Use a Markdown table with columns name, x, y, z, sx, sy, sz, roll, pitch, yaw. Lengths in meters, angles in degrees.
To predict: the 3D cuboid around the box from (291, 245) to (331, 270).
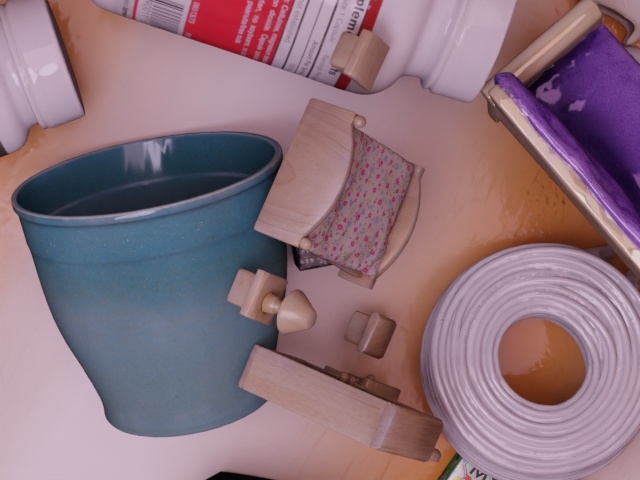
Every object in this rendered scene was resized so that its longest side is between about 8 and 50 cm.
| name | x | y | z | sx | sy | sz | roll | pitch | yaw |
| --- | --- | --- | --- | --- | --- | --- | --- | --- | --- |
| box | 0.000 | 0.000 | 1.676 | 0.062 | 0.083 | 0.052 | -10 | 95 | -4 |

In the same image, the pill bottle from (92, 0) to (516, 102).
| name | x | y | z | sx | sy | sz | roll | pitch | yaw |
| --- | --- | --- | --- | --- | --- | --- | --- | --- | --- |
| pill bottle | -0.012 | -0.283 | 1.588 | 0.407 | 0.229 | 0.229 | 18 | 91 | -6 |

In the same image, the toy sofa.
| name | x | y | z | sx | sy | sz | roll | pitch | yaw |
| --- | --- | --- | --- | --- | --- | --- | --- | --- | --- |
| toy sofa | 0.331 | -0.063 | 1.580 | 0.150 | 0.177 | 0.362 | -40 | 81 | 2 |

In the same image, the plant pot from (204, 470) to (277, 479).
| name | x | y | z | sx | sy | sz | roll | pitch | yaw |
| --- | --- | --- | --- | --- | --- | --- | --- | --- | --- |
| plant pot | -0.070 | 0.341 | 1.650 | 0.167 | 0.187 | 0.188 | 24 | 91 | 8 |

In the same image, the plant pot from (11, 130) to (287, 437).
| name | x | y | z | sx | sy | sz | roll | pitch | yaw |
| --- | --- | --- | --- | --- | --- | --- | --- | --- | --- |
| plant pot | -0.152 | 0.050 | 1.589 | 0.271 | 0.272 | 0.255 | -11 | 108 | -4 |

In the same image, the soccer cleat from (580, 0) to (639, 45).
| name | x | y | z | sx | sy | sz | roll | pitch | yaw |
| --- | --- | --- | --- | --- | --- | --- | --- | --- | --- |
| soccer cleat | 0.294 | -0.295 | 1.695 | 0.196 | 0.068 | 0.076 | 42 | 92 | -8 |

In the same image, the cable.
| name | x | y | z | sx | sy | sz | roll | pitch | yaw |
| --- | --- | --- | --- | --- | --- | --- | --- | --- | --- |
| cable | 0.237 | 0.131 | 1.671 | 0.257 | 0.089 | 0.257 | -7 | 79 | -5 |

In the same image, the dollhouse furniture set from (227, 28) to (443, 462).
| name | x | y | z | sx | sy | sz | roll | pitch | yaw |
| --- | --- | --- | --- | --- | --- | --- | --- | --- | --- |
| dollhouse furniture set | 0.086 | 0.021 | 1.547 | 0.174 | 0.303 | 0.356 | 22 | 87 | 30 |

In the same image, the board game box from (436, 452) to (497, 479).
| name | x | y | z | sx | sy | sz | roll | pitch | yaw |
| --- | --- | --- | --- | --- | --- | --- | --- | --- | --- |
| board game box | 0.244 | 0.375 | 1.735 | 0.317 | 0.046 | 0.213 | 35 | 90 | -5 |

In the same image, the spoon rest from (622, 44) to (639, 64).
| name | x | y | z | sx | sy | sz | roll | pitch | yaw |
| --- | --- | --- | --- | --- | --- | --- | --- | --- | --- |
| spoon rest | 0.353 | -0.081 | 1.714 | 0.137 | 0.084 | 0.276 | -18 | 81 | -5 |

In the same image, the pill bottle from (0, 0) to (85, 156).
| name | x | y | z | sx | sy | sz | roll | pitch | yaw |
| --- | --- | --- | --- | --- | --- | --- | --- | --- | --- |
| pill bottle | -0.395 | -0.146 | 1.599 | 0.283 | 0.161 | 0.161 | -19 | 94 | -4 |
